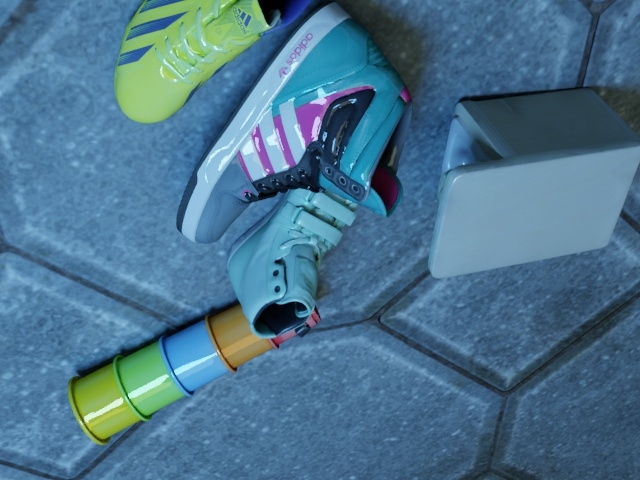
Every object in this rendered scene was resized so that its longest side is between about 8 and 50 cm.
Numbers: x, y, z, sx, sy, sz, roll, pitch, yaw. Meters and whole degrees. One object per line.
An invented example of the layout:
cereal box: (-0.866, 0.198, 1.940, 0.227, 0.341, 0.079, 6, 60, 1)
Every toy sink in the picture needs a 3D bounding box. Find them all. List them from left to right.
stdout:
toy sink: (0.215, -0.070, 1.052, 0.234, 0.131, 0.153, -11, 134, -17)

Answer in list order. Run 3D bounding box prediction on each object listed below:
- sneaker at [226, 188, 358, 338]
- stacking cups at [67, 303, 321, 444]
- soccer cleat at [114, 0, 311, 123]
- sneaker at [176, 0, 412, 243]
sneaker: (0.000, 0.001, 1.027, 0.094, 0.151, 0.256, 26, 118, -34)
stacking cups: (-0.151, 0.144, 1.145, 0.316, 0.096, 0.096, -26, 134, 6)
soccer cleat: (-0.087, -0.202, 0.829, 0.289, 0.121, 0.093, -42, 131, 20)
sneaker: (-0.008, -0.069, 0.939, 0.178, 0.124, 0.295, 41, 116, 6)
